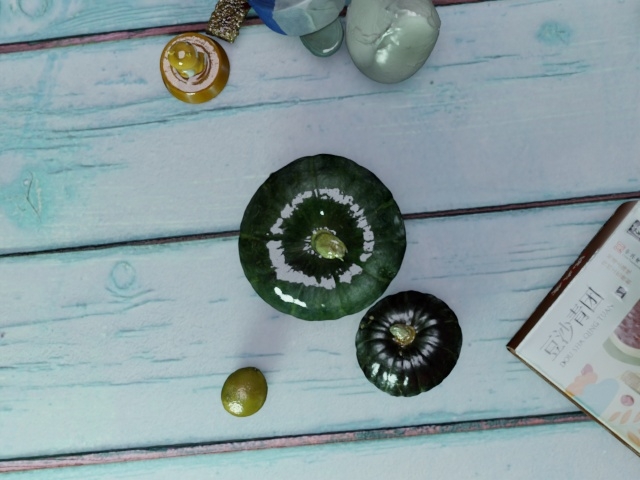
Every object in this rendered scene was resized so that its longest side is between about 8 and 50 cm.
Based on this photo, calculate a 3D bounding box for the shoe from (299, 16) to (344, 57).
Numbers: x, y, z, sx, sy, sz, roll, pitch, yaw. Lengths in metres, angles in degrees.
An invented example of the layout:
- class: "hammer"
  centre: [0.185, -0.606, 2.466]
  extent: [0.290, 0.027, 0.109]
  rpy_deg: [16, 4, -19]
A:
- class: "shoe"
  centre: [-0.013, -0.402, 1.718]
  extent: [0.079, 0.078, 0.195]
  rpy_deg: [-35, 63, 3]

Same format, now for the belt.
- class: "belt"
  centre: [-0.044, -0.544, 1.652]
  extent: [0.212, 0.117, 0.347]
  rpy_deg: [-2, 77, 15]

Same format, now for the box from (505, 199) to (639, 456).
- class: "box"
  centre: [0.590, 0.182, 1.645]
  extent: [0.385, 0.122, 0.344]
  rpy_deg: [39, 91, 3]

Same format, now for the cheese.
- class: "cheese"
  centre: [0.126, -0.378, 1.655]
  extent: [0.154, 0.198, 0.189]
  rpy_deg: [8, 129, -29]

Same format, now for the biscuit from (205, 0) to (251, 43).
- class: "biscuit"
  centre: [-0.148, -0.463, 1.734]
  extent: [0.064, 0.034, 0.199]
  rpy_deg: [23, 82, 1]

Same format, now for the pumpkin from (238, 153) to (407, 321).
- class: "pumpkin"
  centre: [0.000, 0.000, 1.640]
  extent: [0.300, 0.207, 0.300]
  rpy_deg: [0, 98, 2]

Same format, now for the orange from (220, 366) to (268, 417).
- class: "orange"
  centre: [-0.139, 0.275, 1.702]
  extent: [0.085, 0.085, 0.095]
  rpy_deg: [24, 92, 3]

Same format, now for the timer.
- class: "timer"
  centre: [-0.240, -0.325, 1.688]
  extent: [0.132, 0.152, 0.132]
  rpy_deg: [0, 88, 3]

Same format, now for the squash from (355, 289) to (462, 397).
- class: "squash"
  centre: [0.157, 0.182, 1.656]
  extent: [0.193, 0.156, 0.193]
  rpy_deg: [5, 69, -12]
